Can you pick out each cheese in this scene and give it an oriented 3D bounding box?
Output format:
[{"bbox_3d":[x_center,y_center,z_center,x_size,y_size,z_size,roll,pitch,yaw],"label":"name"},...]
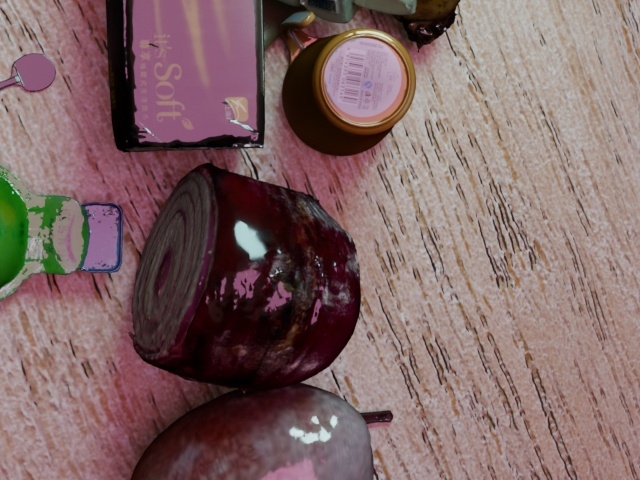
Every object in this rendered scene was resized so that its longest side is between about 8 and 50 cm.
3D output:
[{"bbox_3d":[-0.420,-0.007,1.038,0.320,0.083,0.204,2,89,-18],"label":"cheese"}]

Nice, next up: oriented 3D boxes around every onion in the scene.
[{"bbox_3d":[-0.084,0.051,1.036,0.260,0.336,0.282,13,81,-26],"label":"onion"}]

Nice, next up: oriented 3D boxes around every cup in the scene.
[{"bbox_3d":[0.028,-0.226,1.112,0.182,0.264,0.226,-42,98,-1],"label":"cup"}]

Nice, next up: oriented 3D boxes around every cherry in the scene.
[{"bbox_3d":[-0.075,0.352,1.060,0.334,0.291,0.326,-30,119,-9],"label":"cherry"}]

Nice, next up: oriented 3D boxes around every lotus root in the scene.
[{"bbox_3d":[0.120,-0.426,1.164,0.141,0.169,0.314,-38,124,-2],"label":"lotus root"}]

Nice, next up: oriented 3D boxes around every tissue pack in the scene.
[{"bbox_3d":[-0.178,-0.301,1.044,0.198,0.210,0.370,-2,97,-9],"label":"tissue pack"}]

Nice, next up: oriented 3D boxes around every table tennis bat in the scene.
[{"bbox_3d":[-0.398,-0.221,1.080,0.083,0.007,0.050,-28,101,-19],"label":"table tennis bat"}]

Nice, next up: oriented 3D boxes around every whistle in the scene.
[{"bbox_3d":[0.013,-0.361,1.109,0.253,0.101,0.106,20,95,16],"label":"whistle"}]

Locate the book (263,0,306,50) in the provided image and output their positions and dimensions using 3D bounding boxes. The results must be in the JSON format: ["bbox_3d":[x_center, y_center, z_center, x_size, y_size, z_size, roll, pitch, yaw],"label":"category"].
[{"bbox_3d":[-0.057,-0.460,1.192,0.310,0.021,0.217,-47,106,-13],"label":"book"}]

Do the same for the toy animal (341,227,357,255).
[{"bbox_3d":[0.000,0.000,1.194,0.098,0.098,0.137,-16,75,-19],"label":"toy animal"}]

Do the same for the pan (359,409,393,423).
[{"bbox_3d":[0.020,0.283,1.233,0.212,0.040,0.115,1,96,-20],"label":"pan"}]
